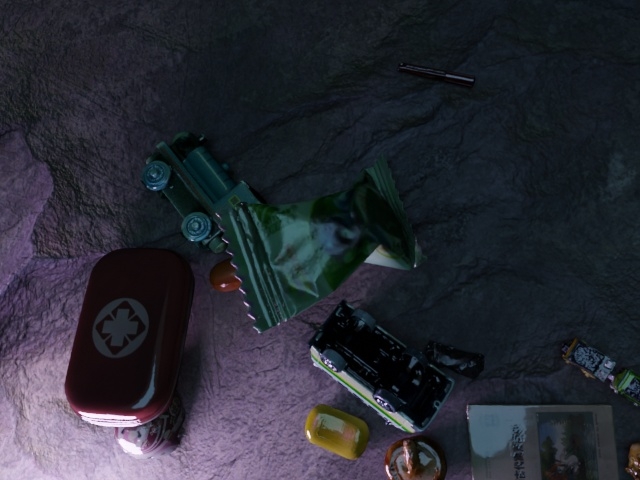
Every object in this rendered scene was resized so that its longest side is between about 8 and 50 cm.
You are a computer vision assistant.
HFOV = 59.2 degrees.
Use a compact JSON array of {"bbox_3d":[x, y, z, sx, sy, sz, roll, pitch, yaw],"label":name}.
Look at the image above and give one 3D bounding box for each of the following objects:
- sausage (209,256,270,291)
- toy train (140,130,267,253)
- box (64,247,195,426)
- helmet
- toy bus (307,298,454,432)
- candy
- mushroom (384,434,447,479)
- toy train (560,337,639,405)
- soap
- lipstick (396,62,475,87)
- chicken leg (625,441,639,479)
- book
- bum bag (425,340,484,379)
[{"bbox_3d":[-0.156,0.062,1.281,0.197,0.076,0.076,-18,80,8],"label":"sausage"},{"bbox_3d":[-0.276,-0.118,1.311,0.194,0.120,0.298,-40,77,-2],"label":"toy train"},{"bbox_3d":[-0.421,0.204,1.258,0.262,0.108,0.404,-1,67,12],"label":"box"},{"bbox_3d":[-0.400,0.411,1.277,0.153,0.107,0.177,6,85,16],"label":"helmet"},{"bbox_3d":[0.114,0.265,1.148,0.276,0.165,0.134,36,66,14],"label":"toy bus"},{"bbox_3d":[0.002,-0.002,1.159,0.397,0.172,0.263,-19,72,-27],"label":"candy"},{"bbox_3d":[0.194,0.460,1.149,0.127,0.087,0.127,-3,80,15],"label":"mushroom"},{"bbox_3d":[0.566,0.259,1.094,0.202,0.081,0.060,32,92,14],"label":"toy train"},{"bbox_3d":[0.036,0.410,1.211,0.140,0.045,0.089,19,85,15],"label":"soap"},{"bbox_3d":[0.258,-0.374,1.267,0.176,0.027,0.027,17,87,16],"label":"lipstick"},{"bbox_3d":[0.682,0.461,1.050,0.227,0.088,0.103,29,80,8],"label":"chicken leg"},{"bbox_3d":[0.445,0.433,1.130,0.282,0.025,0.215,-5,84,10],"label":"book"},{"bbox_3d":[0.281,0.251,1.181,0.124,0.034,0.058,15,78,13],"label":"bum bag"}]
